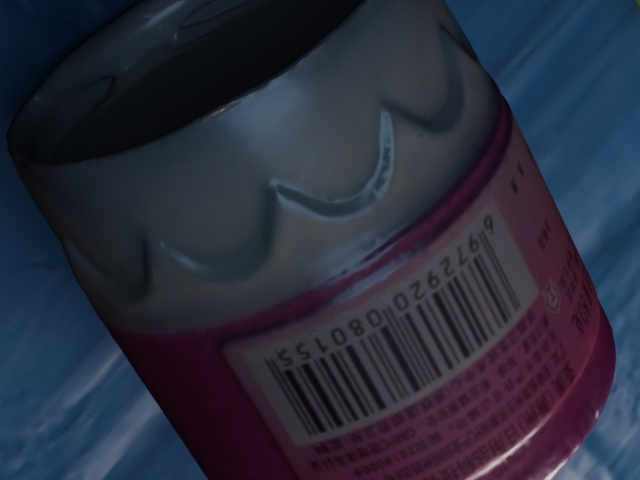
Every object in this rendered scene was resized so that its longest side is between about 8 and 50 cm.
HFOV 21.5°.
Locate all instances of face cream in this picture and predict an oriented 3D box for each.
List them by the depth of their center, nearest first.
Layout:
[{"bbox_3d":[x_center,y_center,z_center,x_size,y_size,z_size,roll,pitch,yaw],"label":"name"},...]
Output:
[{"bbox_3d":[0.000,0.000,0.648,0.175,0.175,0.195,-33,116,-10],"label":"face cream"}]

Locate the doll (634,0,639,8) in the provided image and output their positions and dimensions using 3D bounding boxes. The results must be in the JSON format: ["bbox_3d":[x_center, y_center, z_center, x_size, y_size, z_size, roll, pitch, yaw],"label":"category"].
[{"bbox_3d":[0.302,-0.102,0.739,0.321,0.186,0.199,14,100,-22],"label":"doll"}]
